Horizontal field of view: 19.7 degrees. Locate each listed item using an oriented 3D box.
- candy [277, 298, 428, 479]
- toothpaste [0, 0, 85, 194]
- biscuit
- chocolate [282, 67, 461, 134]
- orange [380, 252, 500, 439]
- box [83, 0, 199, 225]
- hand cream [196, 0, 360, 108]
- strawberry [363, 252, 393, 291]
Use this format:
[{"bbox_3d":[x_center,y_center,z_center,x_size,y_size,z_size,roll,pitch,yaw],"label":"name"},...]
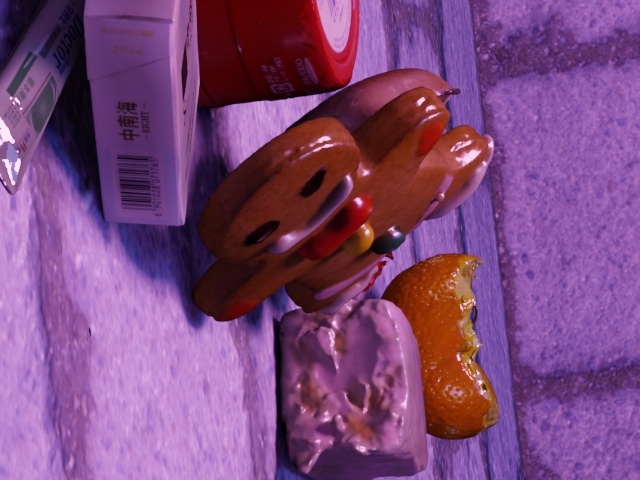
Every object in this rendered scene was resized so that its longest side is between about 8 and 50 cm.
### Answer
[{"bbox_3d":[0.036,0.167,1.938,0.195,0.137,0.184,55,32,-69],"label":"candy"},{"bbox_3d":[-0.195,-0.117,1.268,0.218,0.041,0.064,-75,145,-51],"label":"toothpaste"},{"bbox_3d":[0.016,-0.017,1.633,0.064,0.283,0.432,50,9,15],"label":"biscuit"},{"bbox_3d":[0.001,-0.078,1.733,0.083,0.261,0.161,52,38,10],"label":"chocolate"},{"bbox_3d":[0.141,0.137,2.360,0.179,0.159,0.237,91,-6,-89],"label":"orange"},{"bbox_3d":[-0.130,-0.141,1.372,0.243,0.067,0.155,93,-1,-54],"label":"box"},{"bbox_3d":[-0.054,-0.236,1.701,0.230,0.149,0.230,-4,90,-78],"label":"hand cream"},{"bbox_3d":[0.000,0.000,1.915,0.145,0.086,0.145,35,31,-25],"label":"strawberry"}]
